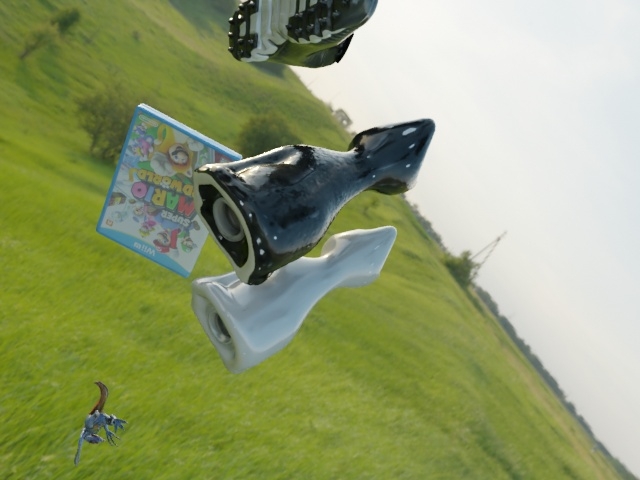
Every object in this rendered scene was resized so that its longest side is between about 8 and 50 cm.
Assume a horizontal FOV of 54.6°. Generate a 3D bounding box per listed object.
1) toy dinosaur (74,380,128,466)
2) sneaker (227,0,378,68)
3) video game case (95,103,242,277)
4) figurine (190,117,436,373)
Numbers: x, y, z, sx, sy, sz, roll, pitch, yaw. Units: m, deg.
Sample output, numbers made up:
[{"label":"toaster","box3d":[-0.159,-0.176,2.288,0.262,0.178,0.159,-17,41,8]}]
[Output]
[{"label":"toy dinosaur","box3d":[-0.248,0.205,0.695,0.047,0.082,0.090,10,72,-38]},{"label":"sneaker","box3d":[0.000,-0.219,0.617,0.106,0.078,0.234,0,4,-32]},{"label":"video game case","box3d":[-0.169,-0.049,0.678,0.119,0.166,0.015,28,29,-3]},{"label":"figurine","box3d":[0.000,0.000,0.544,0.092,0.209,0.215,47,-35,27]}]
